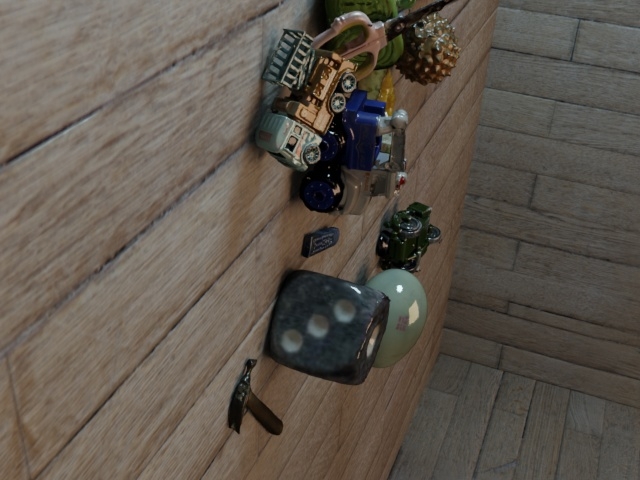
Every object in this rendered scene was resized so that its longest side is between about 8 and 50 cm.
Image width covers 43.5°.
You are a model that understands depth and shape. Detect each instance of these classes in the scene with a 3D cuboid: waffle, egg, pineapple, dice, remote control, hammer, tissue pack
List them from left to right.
[{"bbox_3d":[-0.109,0.311,1.465,0.297,0.027,0.125,69,38,-64],"label":"hammer"},{"bbox_3d":[0.001,0.001,1.576,0.152,0.027,0.044,-23,132,-68],"label":"remote control"},{"bbox_3d":[0.018,0.160,1.486,0.181,0.183,0.182,35,71,-75],"label":"dice"},{"bbox_3d":[0.086,-0.207,1.626,0.168,0.057,0.274,62,45,-68],"label":"waffle"},{"bbox_3d":[0.136,-0.175,1.643,0.062,0.042,0.083,-50,151,-52],"label":"tissue pack"},{"bbox_3d":[0.172,0.199,2.031,0.183,0.182,0.264,-28,137,-69],"label":"egg"},{"bbox_3d":[0.222,-0.424,1.735,0.193,0.166,0.166,14,90,-75],"label":"pineapple"}]

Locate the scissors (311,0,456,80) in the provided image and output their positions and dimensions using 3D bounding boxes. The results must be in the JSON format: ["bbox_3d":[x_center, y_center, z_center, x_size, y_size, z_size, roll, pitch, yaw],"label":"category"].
[{"bbox_3d":[0.100,-0.324,1.256,0.024,0.317,0.160,62,-2,27],"label":"scissors"}]

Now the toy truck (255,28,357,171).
[{"bbox_3d":[-0.034,-0.200,1.161,0.115,0.080,0.178,25,89,-41],"label":"toy truck"}]

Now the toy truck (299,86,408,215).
[{"bbox_3d":[0.066,-0.145,1.383,0.161,0.176,0.213,-65,161,-56],"label":"toy truck"}]

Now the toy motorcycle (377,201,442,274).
[{"bbox_3d":[0.243,-0.018,2.217,0.275,0.127,0.205,-47,147,-46],"label":"toy motorcycle"}]

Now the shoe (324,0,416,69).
[{"bbox_3d":[0.078,-0.372,1.316,0.262,0.140,0.128,64,38,-70],"label":"shoe"}]
